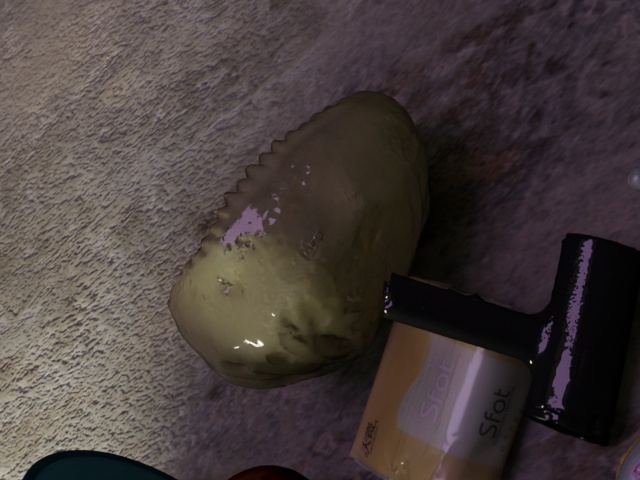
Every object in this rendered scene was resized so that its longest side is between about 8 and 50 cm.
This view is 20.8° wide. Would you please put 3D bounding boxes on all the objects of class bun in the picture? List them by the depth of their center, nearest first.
[{"bbox_3d":[0.000,0.000,1.948,0.362,0.234,0.326,-51,-6,-22],"label":"bun"}]

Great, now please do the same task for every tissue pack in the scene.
[{"bbox_3d":[0.133,0.162,1.846,0.186,0.090,0.222,24,94,55],"label":"tissue pack"}]

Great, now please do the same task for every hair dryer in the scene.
[{"bbox_3d":[0.182,0.077,1.719,0.089,0.251,0.197,64,-140,-82],"label":"hair dryer"}]

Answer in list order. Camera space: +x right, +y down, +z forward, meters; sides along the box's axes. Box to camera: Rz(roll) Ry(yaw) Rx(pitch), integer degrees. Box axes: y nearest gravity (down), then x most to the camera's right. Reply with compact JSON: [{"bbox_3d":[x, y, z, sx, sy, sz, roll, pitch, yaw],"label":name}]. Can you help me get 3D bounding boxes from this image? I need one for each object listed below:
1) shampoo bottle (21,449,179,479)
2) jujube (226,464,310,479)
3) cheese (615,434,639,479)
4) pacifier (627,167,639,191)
[{"bbox_3d":[-0.274,0.480,2.042,0.343,0.331,0.331,-59,38,19],"label":"shampoo bottle"},{"bbox_3d":[-0.033,0.348,1.938,0.230,0.155,0.155,32,101,48],"label":"jujube"},{"bbox_3d":[0.306,0.265,1.600,0.250,0.064,0.156,-61,36,10],"label":"cheese"},{"bbox_3d":[0.328,-0.055,1.709,0.083,0.064,0.068,-68,19,6],"label":"pacifier"}]
